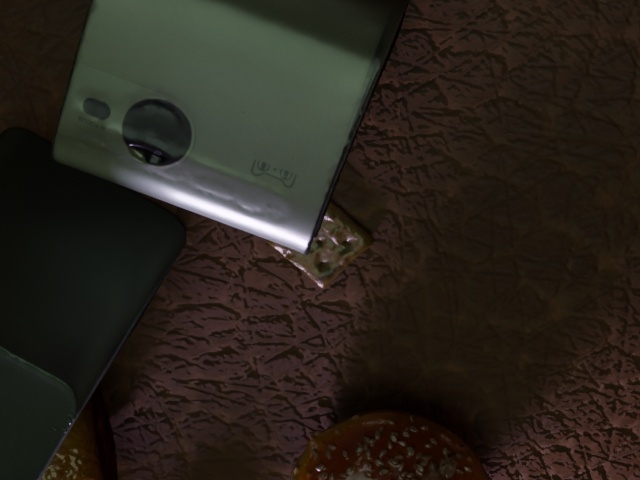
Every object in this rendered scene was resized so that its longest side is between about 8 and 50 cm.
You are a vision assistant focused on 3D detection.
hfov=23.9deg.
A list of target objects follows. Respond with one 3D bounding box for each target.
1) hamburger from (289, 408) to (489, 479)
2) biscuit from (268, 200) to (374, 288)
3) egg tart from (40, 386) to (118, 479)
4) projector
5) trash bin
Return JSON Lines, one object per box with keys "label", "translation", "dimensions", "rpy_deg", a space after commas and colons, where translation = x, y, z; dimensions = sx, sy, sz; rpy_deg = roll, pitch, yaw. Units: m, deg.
{"label": "hamburger", "translation": [0.071, 0.282, 1.602], "dimensions": [0.236, 0.147, 0.237], "rpy_deg": [2, 115, 5]}
{"label": "biscuit", "translation": [0.000, 0.000, 1.549], "dimensions": [0.081, 0.018, 0.083], "rpy_deg": [43, 114, -11]}
{"label": "egg tart", "translation": [-0.303, 0.221, 1.623], "dimensions": [0.147, 0.202, 0.203], "rpy_deg": [-12, 114, 0]}
{"label": "projector", "translation": [-0.072, -0.164, 1.352], "dimensions": [0.249, 0.248, 0.249], "rpy_deg": [21, 117, -1]}
{"label": "trash bin", "translation": [-0.286, 0.054, 1.442], "dimensions": [0.223, 0.343, 0.158], "rpy_deg": [30, 114, -5]}
